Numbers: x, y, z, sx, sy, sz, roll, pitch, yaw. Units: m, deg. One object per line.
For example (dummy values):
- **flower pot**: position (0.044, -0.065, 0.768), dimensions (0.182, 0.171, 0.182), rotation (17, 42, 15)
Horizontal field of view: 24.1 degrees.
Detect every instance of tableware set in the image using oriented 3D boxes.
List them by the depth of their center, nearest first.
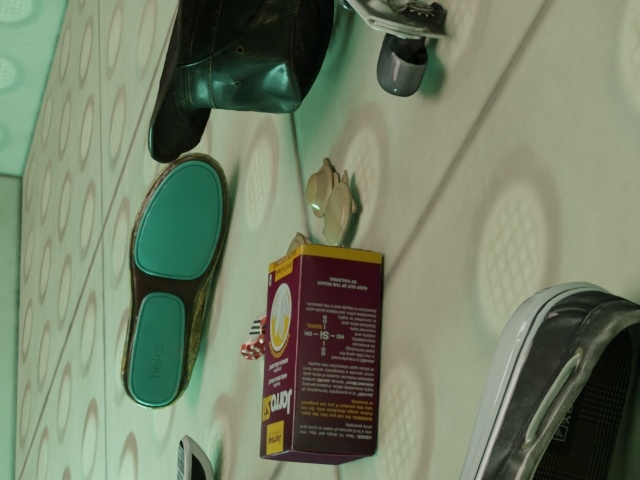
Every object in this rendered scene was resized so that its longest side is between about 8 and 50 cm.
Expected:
- **tableware set**: position (0.000, 0.000, 1.517), dimensions (0.141, 0.020, 0.168), rotation (-123, 45, -61)

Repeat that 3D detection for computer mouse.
- **computer mouse**: position (-0.151, 0.332, 1.824), dimensions (0.106, 0.042, 0.193), rotation (-151, 63, -76)

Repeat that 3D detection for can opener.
- **can opener**: position (0.041, -0.211, 1.382), dimensions (0.283, 0.076, 0.095), rotation (-120, 41, -63)

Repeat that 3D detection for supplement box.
- **supplement box**: position (-0.001, 0.107, 1.376), dimensions (0.104, 0.081, 0.188), rotation (148, 127, -67)

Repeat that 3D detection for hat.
- **hat**: position (-0.061, -0.218, 1.569), dimensions (0.331, 0.134, 0.331), rotation (19, -90, -86)

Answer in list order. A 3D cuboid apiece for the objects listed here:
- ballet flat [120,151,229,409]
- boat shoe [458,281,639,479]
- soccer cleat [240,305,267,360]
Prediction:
- **ballet flat**: position (-0.195, 0.047, 1.964), dimensions (0.123, 0.123, 0.348), rotation (-137, 56, -68)
- **boat shoe**: position (0.129, 0.189, 0.877), dimensions (0.119, 0.121, 0.335), rotation (-177, 96, -76)
- **soccer cleat**: position (-0.066, 0.103, 1.671), dimensions (0.083, 0.029, 0.035), rotation (120, 160, -44)
